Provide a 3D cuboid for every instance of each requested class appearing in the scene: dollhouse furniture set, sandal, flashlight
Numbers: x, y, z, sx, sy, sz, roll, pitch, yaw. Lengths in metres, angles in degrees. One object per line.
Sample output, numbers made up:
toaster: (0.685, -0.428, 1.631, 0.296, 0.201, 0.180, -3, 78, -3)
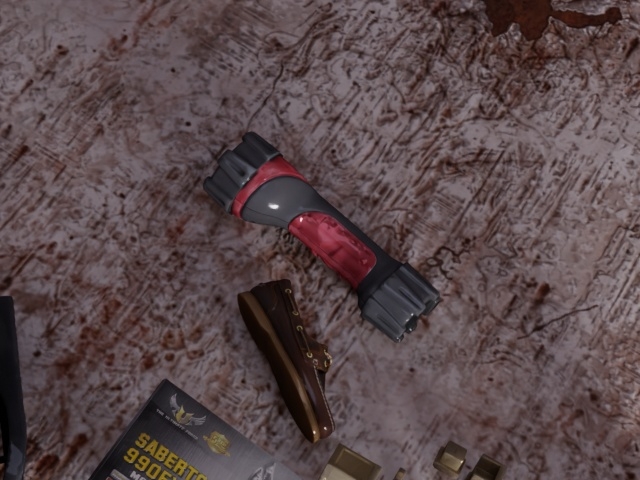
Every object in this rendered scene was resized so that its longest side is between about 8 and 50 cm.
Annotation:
dollhouse furniture set: (0.095, 0.286, 1.909, 0.182, 0.101, 0.161, 30, 34, 5)
sandal: (-0.357, 0.178, 1.852, 0.055, 0.097, 0.254, -2, 51, -15)
flashlight: (0.000, 0.000, 2.026, 0.304, 0.103, 0.103, 42, 87, 11)

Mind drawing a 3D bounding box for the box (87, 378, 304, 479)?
box: (-0.122, 0.279, 1.785, 0.231, 0.056, 0.183, 37, 40, -1)

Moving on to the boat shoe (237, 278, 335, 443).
boat shoe: (-0.024, 0.134, 1.957, 0.073, 0.073, 0.207, -18, 66, -19)
